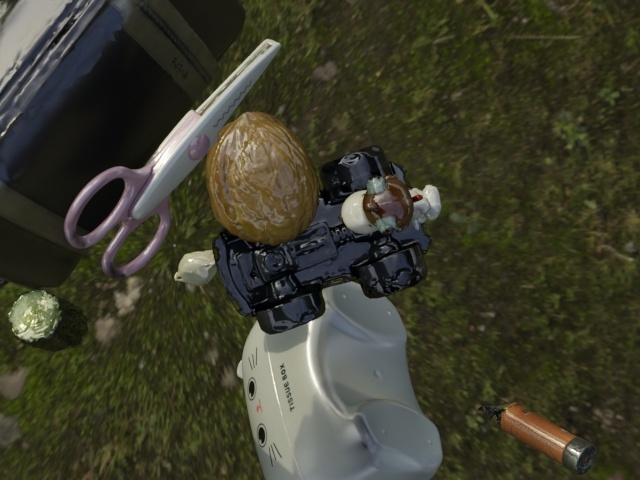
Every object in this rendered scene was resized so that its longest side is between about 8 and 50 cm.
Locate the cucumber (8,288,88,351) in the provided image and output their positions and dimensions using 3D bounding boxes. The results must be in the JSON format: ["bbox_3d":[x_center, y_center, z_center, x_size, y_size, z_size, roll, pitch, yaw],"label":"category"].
[{"bbox_3d":[-0.349,0.111,1.408,0.077,0.265,0.077,0,81,-1],"label":"cucumber"}]

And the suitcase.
[{"bbox_3d":[-0.260,-0.142,1.012,0.194,0.283,0.434,35,87,15],"label":"suitcase"}]

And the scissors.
[{"bbox_3d":[-0.082,-0.055,0.646,0.022,0.085,0.176,33,79,32],"label":"scissors"}]

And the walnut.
[{"bbox_3d":[-0.052,-0.055,0.944,0.105,0.105,0.124,-12,117,-8],"label":"walnut"}]

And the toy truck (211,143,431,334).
[{"bbox_3d":[0.000,0.000,1.123,0.224,0.165,0.147,-22,93,-6],"label":"toy truck"}]

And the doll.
[{"bbox_3d":[0.053,-0.022,0.724,0.085,0.058,0.040,-5,84,-34],"label":"doll"}]

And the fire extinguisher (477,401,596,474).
[{"bbox_3d":[0.144,0.129,0.716,0.028,0.083,0.022,-2,110,-42],"label":"fire extinguisher"}]

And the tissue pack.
[{"bbox_3d":[0.016,0.244,1.590,0.229,0.236,0.333,21,43,-42],"label":"tissue pack"}]

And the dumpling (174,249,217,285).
[{"bbox_3d":[-0.168,0.032,1.486,0.052,0.076,0.057,23,45,-6],"label":"dumpling"}]
